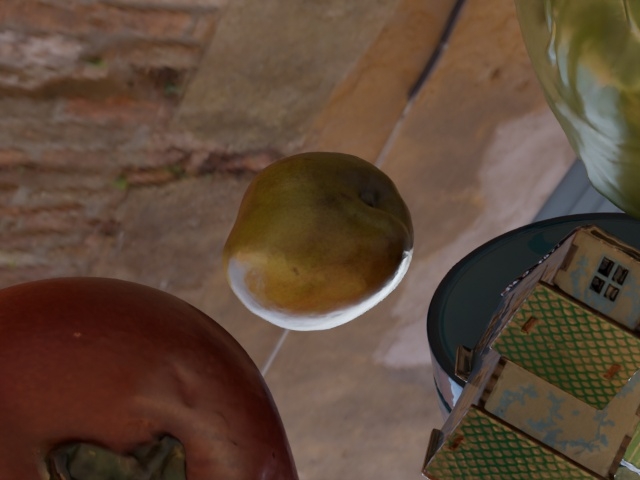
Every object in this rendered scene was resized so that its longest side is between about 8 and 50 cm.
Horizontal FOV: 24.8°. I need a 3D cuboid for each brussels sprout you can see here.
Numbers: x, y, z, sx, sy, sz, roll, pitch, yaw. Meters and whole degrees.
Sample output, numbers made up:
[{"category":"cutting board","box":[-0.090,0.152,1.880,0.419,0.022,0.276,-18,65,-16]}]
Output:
[{"category":"brussels sprout","box":[0.308,-0.158,1.150,0.328,0.247,0.328,11,-123,-18]}]

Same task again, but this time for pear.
[{"category":"pear","box":[0.000,0.000,1.514,0.200,0.200,0.200,12,-130,-14]}]

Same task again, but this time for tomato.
[{"category":"tomato","box":[-0.167,0.181,0.949,0.322,0.321,0.321,12,-130,-14]}]

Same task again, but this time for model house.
[{"category":"model house","box":[0.191,0.134,1.160,0.178,0.271,0.206,32,-108,-2]}]

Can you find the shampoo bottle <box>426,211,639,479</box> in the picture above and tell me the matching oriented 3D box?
[{"category":"shampoo bottle","box":[0.297,0.202,1.530,0.331,0.342,0.331,-9,-145,6]}]
